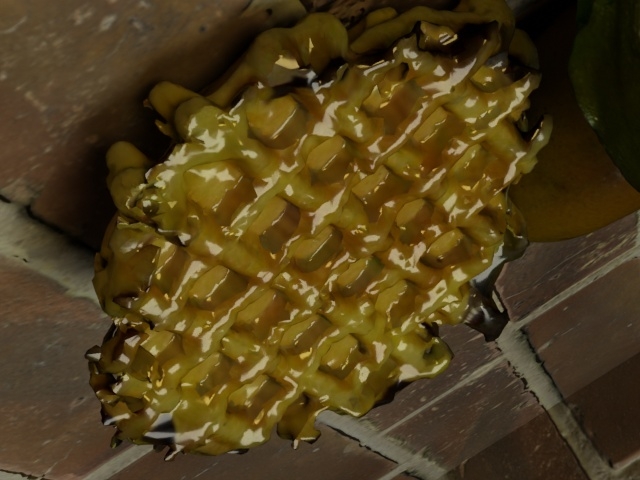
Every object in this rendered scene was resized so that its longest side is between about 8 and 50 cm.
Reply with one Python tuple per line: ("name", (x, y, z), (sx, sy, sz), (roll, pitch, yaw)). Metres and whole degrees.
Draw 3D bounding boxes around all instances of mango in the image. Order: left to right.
("mango", (0.232, -0.101, 1.237), (0.317, 0.173, 0.211), (-41, 171, 39))

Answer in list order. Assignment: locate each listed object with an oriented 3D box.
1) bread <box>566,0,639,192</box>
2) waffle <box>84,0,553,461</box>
("bread", (0.344, -0.177, 1.025), (0.382, 0.129, 0.366), (-43, 131, -16))
("waffle", (0.000, 0.000, 1.092), (0.380, 0.095, 0.382), (-16, 132, -31))
